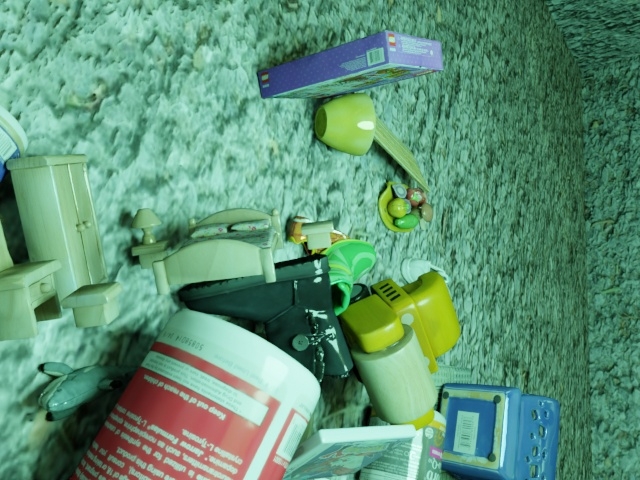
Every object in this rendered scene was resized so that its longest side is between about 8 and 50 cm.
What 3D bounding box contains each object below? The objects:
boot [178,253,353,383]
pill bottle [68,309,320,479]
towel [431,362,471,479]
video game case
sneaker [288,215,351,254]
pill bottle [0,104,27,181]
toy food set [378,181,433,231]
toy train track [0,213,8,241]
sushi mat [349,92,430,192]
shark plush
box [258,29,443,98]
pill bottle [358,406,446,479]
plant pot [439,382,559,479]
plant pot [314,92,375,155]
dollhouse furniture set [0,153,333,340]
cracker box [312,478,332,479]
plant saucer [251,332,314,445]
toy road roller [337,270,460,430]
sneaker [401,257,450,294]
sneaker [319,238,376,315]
[{"bbox_3d":[-0.082,0.144,0.828,0.246,0.094,0.207,-11,96,-6],"label":"boot"},{"bbox_3d":[-0.182,0.310,0.635,0.229,0.229,0.408,45,61,-35],"label":"pill bottle"},{"bbox_3d":[0.292,0.466,1.329,0.324,0.056,0.312,21,70,-48],"label":"towel"},{"bbox_3d":[0.028,0.348,0.853,0.201,0.183,0.023,12,45,-37],"label":"video game case"},{"bbox_3d":[0.000,0.000,1.069,0.175,0.064,0.067,18,90,-41],"label":"sneaker"},{"bbox_3d":[-0.410,-0.066,0.548,0.112,0.112,0.187,45,52,-34],"label":"pill bottle"},{"bbox_3d":[0.235,-0.088,1.339,0.218,0.071,0.128,-1,84,-50],"label":"toy food set"},{"bbox_3d":[-0.402,0.001,0.621,0.048,0.014,0.083,48,50,-32],"label":"toy train track"},{"bbox_3d":[0.170,-0.234,1.266,0.316,0.019,0.151,32,35,-49],"label":"sushi mat"},{"bbox_3d":[-0.283,0.193,0.682,0.161,0.067,0.073,11,75,-48],"label":"shark plush"},{"bbox_3d":[0.055,-0.323,1.001,0.201,0.293,0.057,-17,102,-50],"label":"box"},{"bbox_3d":[0.161,0.484,1.074,0.162,0.162,0.278,37,56,-39],"label":"pill bottle"},{"bbox_3d":[0.405,0.463,1.250,0.212,0.236,0.236,30,63,-37],"label":"plant pot"},{"bbox_3d":[0.043,-0.248,1.117,0.095,0.134,0.134,-2,84,-24],"label":"plant pot"},{"bbox_3d":[-0.160,-0.032,0.628,0.303,0.355,0.174,-100,-177,-78],"label":"dollhouse furniture set"},{"bbox_3d":[-0.013,0.547,0.932,0.155,0.067,0.232,40,54,-38],"label":"cracker box"},{"bbox_3d":[-0.115,0.295,0.882,0.278,0.041,0.278,11,75,-48],"label":"plant saucer"},{"bbox_3d":[0.167,0.179,1.011,0.240,0.329,0.203,-24,105,-4],"label":"toy road roller"},{"bbox_3d":[0.299,0.110,1.359,0.212,0.094,0.080,36,56,-40],"label":"sneaker"},{"bbox_3d":[0.018,0.088,0.996,0.295,0.123,0.109,-27,135,-43],"label":"sneaker"}]
